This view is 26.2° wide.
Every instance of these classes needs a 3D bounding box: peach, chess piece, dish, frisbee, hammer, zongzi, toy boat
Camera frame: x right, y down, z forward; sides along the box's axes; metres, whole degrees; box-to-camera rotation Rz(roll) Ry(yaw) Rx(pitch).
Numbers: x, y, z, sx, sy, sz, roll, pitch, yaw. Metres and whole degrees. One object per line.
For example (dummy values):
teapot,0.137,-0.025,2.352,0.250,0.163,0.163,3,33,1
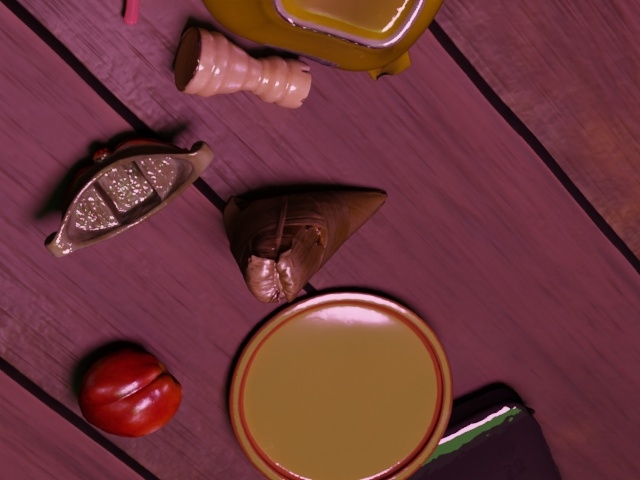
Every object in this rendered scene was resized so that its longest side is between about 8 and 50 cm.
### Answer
peach,-0.202,0.163,1.447,0.100,0.101,0.101,-7,122,-11
chess piece,-0.071,-0.159,1.307,0.122,0.066,0.066,11,117,-25
dish,0.020,-0.245,1.254,0.262,0.108,0.221,24,112,-26
frisbee,0.023,0.173,1.523,0.251,0.021,0.251,-2,108,-6
hammer,-0.169,-0.233,1.256,0.052,0.031,0.083,2,126,-13
zongzi,0.000,0.000,1.365,0.176,0.160,0.078,-9,118,-8
toy boat,-0.188,-0.050,1.334,0.185,0.071,0.089,-32,123,4

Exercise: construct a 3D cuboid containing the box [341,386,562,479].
box,0.157,0.333,1.661,0.289,0.073,0.290,-26,124,1
